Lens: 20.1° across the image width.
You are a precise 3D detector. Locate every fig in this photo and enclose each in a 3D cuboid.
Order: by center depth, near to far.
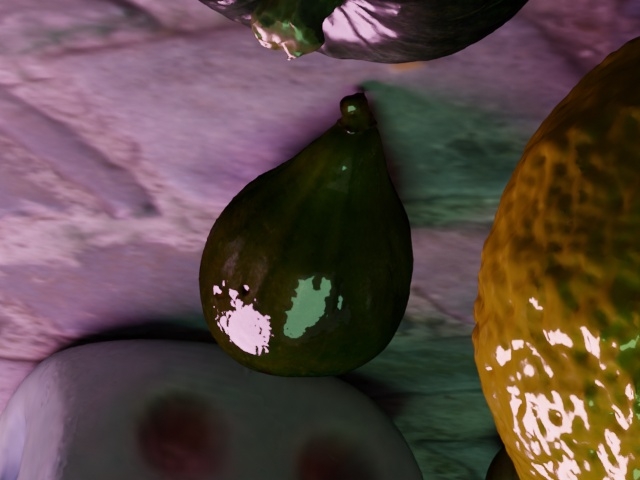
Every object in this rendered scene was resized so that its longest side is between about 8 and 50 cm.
[{"bbox_3d":[0.000,0.000,0.932,0.117,0.117,0.177,11,143,-8],"label":"fig"}]

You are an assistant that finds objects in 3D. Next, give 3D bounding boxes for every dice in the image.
[{"bbox_3d":[-0.097,0.231,1.231,0.268,0.262,0.264,15,153,-19],"label":"dice"}]

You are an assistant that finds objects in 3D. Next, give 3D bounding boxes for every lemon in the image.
[{"bbox_3d":[0.215,0.028,0.749,0.322,0.268,0.268,-9,150,24],"label":"lemon"}]

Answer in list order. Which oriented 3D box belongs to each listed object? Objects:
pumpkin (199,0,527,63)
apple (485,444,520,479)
[{"bbox_3d":[0.009,-0.127,0.637,0.167,0.125,0.167,-4,158,-2],"label":"pumpkin"},{"bbox_3d":[0.155,0.174,1.272,0.084,0.071,0.084,9,161,3],"label":"apple"}]
